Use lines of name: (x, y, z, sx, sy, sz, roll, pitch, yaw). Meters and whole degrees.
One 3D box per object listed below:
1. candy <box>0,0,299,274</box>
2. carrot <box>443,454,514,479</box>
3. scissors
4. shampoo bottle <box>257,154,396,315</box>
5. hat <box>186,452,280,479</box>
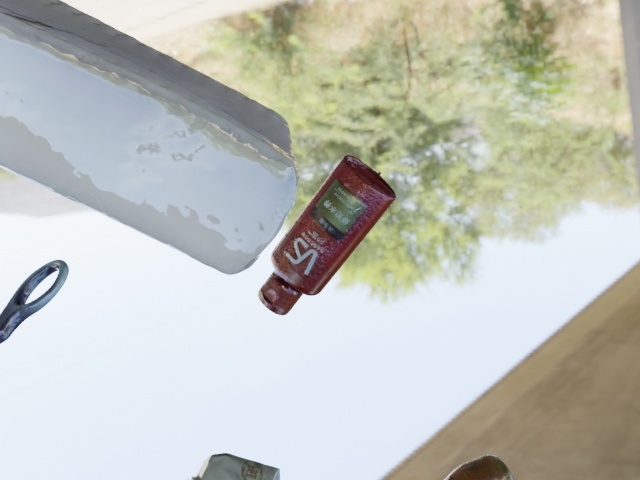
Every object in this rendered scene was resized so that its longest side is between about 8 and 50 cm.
candy: (-0.200, -0.116, 0.932, 0.358, 0.145, 0.208, 26, -165, -10)
carrot: (0.206, 0.404, 1.417, 0.193, 0.087, 0.087, -32, -167, -10)
scissors: (-0.518, 0.192, 1.350, 0.256, 0.029, 0.383, -17, -141, 27)
shampoo bottle: (0.000, 0.000, 1.632, 0.314, 0.118, 0.076, -51, 172, 23)
hat: (-0.152, 0.506, 1.446, 0.168, 0.258, 0.301, 3, -139, -1)
